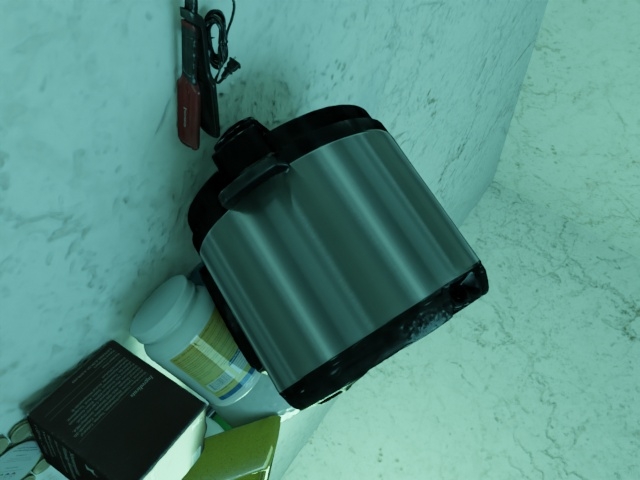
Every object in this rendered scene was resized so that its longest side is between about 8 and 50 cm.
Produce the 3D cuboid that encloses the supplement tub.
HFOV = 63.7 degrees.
[{"bbox_3d":[-0.199,0.166,0.861,0.144,0.144,0.200,-50,119,-16],"label":"supplement tub"}]

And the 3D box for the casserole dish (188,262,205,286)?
[{"bbox_3d":[-0.231,0.114,0.978,0.188,0.037,0.114,-52,159,-9],"label":"casserole dish"}]

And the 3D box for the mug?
[{"bbox_3d":[-0.114,0.221,1.104,0.328,0.276,0.374,-42,140,-8],"label":"mug"}]

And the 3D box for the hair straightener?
[{"bbox_3d":[-0.146,-0.230,0.657,0.089,0.047,0.231,-40,150,-38],"label":"hair straightener"}]

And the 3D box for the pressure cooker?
[{"bbox_3d":[0.005,-0.003,0.814,0.375,0.421,0.370,-26,167,-31],"label":"pressure cooker"}]

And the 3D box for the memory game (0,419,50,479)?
[{"bbox_3d":[-0.481,0.350,0.798,0.186,0.012,0.186,-46,157,-26],"label":"memory game"}]

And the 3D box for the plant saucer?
[{"bbox_3d":[-0.238,0.516,1.062,0.332,0.081,0.333,-12,139,-23],"label":"plant saucer"}]

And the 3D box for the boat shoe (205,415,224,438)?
[{"bbox_3d":[-0.330,0.464,1.179,0.102,0.108,0.301,-56,157,-1],"label":"boat shoe"}]

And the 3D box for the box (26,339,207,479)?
[{"bbox_3d":[-0.312,0.306,0.820,0.167,0.203,0.169,-46,158,-44],"label":"box"}]

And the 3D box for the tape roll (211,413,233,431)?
[{"bbox_3d":[-0.256,0.573,1.501,0.321,0.077,0.321,-45,158,-24],"label":"tape roll"}]

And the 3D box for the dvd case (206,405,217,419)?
[{"bbox_3d":[-0.295,0.506,1.446,0.164,0.018,0.221,-46,158,-23],"label":"dvd case"}]
